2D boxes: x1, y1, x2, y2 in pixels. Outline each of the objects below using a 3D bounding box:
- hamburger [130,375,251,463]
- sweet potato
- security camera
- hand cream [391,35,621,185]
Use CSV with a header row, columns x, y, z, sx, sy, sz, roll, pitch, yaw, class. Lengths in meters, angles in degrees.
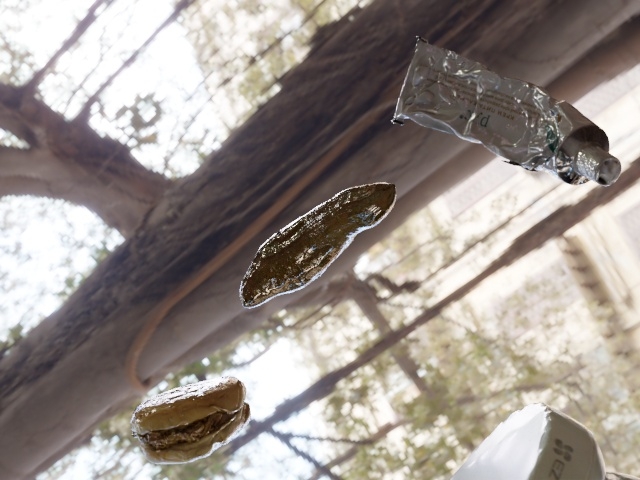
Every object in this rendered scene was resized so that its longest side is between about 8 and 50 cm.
x,y,z,sx,sy,sz,roll,pitch,yaw,class
-0.222,0.309,1.819,0.213,0.213,0.108,-19,-86,-60,hamburger
0.000,-0.002,0.896,0.054,0.182,0.053,24,-138,-37,sweet potato
0.223,0.271,0.875,0.236,0.194,0.194,35,-149,-4,security camera
0.159,-0.105,0.908,0.050,0.084,0.257,5,-161,-39,hand cream
